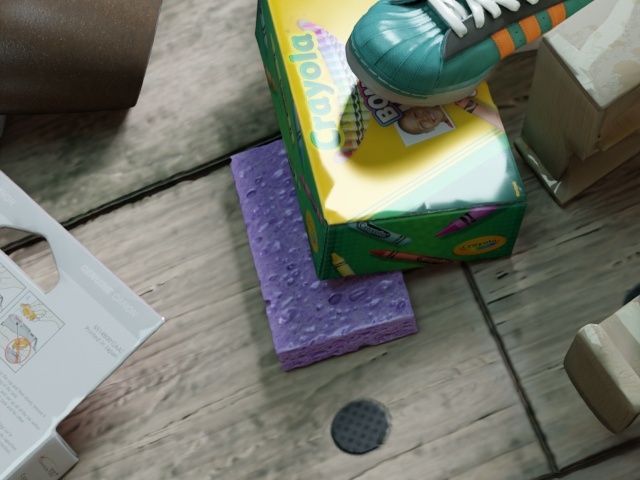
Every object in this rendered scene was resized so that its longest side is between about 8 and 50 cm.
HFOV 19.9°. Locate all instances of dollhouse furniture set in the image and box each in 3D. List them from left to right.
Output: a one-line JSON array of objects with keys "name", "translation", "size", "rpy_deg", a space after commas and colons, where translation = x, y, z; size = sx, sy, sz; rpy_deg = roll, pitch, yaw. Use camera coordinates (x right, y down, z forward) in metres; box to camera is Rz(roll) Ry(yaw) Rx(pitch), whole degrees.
[{"name": "dollhouse furniture set", "translation": [0.332, 0.000, 1.359], "size": [0.362, 0.256, 0.394], "rpy_deg": [-35, 78, -5]}]

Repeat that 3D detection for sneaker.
[{"name": "sneaker", "translation": [0.147, -0.205, 1.473], "size": [0.302, 0.121, 0.108], "rpy_deg": [-26, 68, -37]}]

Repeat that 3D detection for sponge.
[{"name": "sponge", "translation": [0.000, 0.000, 1.524], "size": [0.117, 0.031, 0.210], "rpy_deg": [-18, 55, 4]}]

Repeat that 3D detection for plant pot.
[{"name": "plant pot", "translation": [-0.263, -0.198, 1.616], "size": [0.230, 0.215, 0.215], "rpy_deg": [13, 60, -9]}]

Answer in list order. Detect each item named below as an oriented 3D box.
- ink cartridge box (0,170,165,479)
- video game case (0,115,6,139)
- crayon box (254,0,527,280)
[{"name": "ink cartridge box", "translation": [-0.304, 0.089, 1.536], "size": [0.261, 0.066, 0.296], "rpy_deg": [-43, 58, -12]}, {"name": "video game case", "translation": [-0.431, -0.114, 1.721], "size": [0.285, 0.025, 0.204], "rpy_deg": [0, 60, 16]}, {"name": "crayon box", "translation": [0.052, -0.108, 1.517], "size": [0.165, 0.081, 0.278], "rpy_deg": [-7, 56, -11]}]
